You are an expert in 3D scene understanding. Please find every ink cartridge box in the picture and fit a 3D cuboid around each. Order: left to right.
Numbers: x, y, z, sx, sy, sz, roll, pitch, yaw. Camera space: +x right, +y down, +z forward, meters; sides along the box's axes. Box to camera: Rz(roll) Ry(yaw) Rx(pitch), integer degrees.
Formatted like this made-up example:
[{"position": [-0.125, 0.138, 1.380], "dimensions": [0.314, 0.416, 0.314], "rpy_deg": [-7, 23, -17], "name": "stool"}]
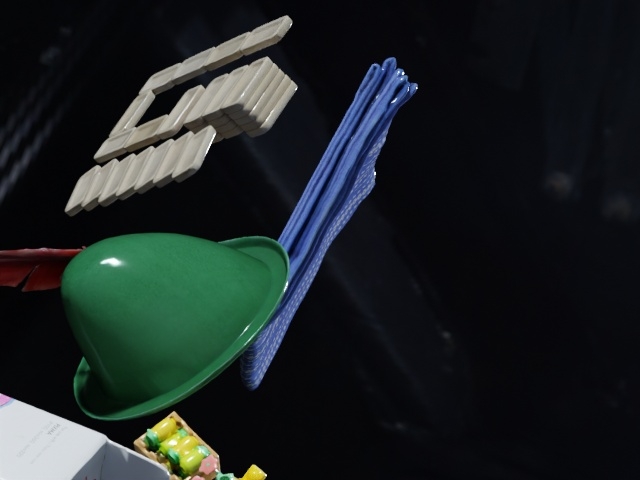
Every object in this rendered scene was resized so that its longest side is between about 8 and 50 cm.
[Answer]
[{"position": [-0.189, 0.151, 0.935], "dimensions": [0.067, 0.198, 0.115], "rpy_deg": [-50, -27, -54], "name": "ink cartridge box"}]

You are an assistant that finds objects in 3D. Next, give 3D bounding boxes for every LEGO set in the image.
[{"position": [-0.046, 0.222, 1.006], "dimensions": [0.107, 0.132, 0.287], "rpy_deg": [39, -147, -63], "name": "LEGO set"}]

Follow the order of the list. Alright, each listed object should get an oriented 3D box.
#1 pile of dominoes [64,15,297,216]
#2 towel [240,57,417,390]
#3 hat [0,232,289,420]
[{"position": [-0.122, -0.097, 1.486], "dimensions": [0.040, 0.251, 0.196], "rpy_deg": [44, -121, -22], "name": "pile of dominoes"}, {"position": [0.000, 0.000, 1.414], "dimensions": [0.243, 0.040, 0.336], "rpy_deg": [-61, -4, -14], "name": "towel"}, {"position": [-0.150, 0.006, 1.125], "dimensions": [0.208, 0.173, 0.183], "rpy_deg": [-48, -60, -23], "name": "hat"}]
